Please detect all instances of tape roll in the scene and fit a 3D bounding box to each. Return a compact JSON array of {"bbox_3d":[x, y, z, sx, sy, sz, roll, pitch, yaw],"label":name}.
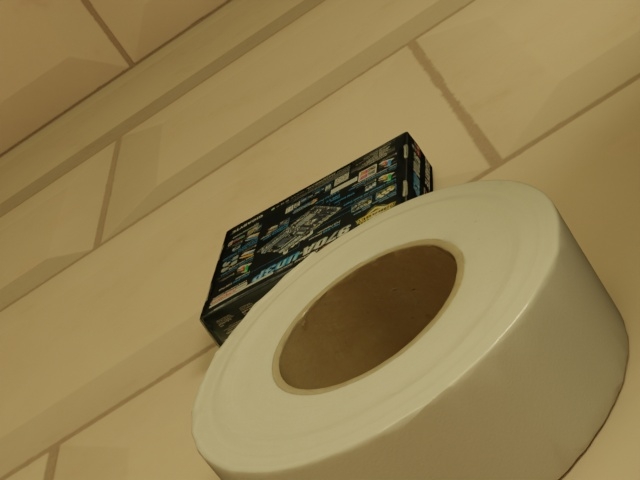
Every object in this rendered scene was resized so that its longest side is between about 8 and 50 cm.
[{"bbox_3d":[0.054,0.083,0.813,0.286,0.100,0.286,-31,22,14],"label":"tape roll"}]

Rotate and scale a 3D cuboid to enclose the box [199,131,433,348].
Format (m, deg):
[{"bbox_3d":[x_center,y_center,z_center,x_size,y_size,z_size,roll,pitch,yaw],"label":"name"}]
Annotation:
[{"bbox_3d":[0.000,0.000,1.133,0.220,0.051,0.175,-28,22,18],"label":"box"}]
